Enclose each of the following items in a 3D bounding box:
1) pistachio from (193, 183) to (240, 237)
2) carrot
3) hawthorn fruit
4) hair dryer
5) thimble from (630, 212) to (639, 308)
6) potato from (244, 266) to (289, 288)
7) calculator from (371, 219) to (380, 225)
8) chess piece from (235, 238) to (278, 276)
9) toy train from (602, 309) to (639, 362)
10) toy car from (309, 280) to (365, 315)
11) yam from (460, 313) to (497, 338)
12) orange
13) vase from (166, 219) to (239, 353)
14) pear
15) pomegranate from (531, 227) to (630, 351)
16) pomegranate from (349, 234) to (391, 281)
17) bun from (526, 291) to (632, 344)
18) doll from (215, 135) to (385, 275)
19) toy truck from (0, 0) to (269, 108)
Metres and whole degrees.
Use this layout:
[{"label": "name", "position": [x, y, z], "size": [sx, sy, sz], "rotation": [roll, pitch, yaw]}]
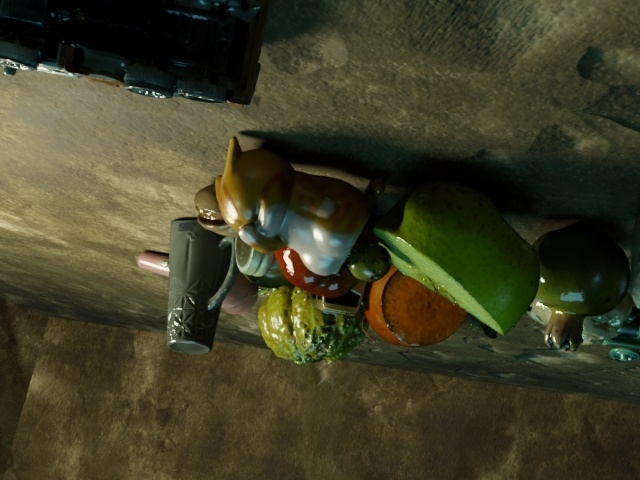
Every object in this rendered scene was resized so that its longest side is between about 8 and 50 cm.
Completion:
[{"label": "pistachio", "position": [-0.176, -0.063, 1.472], "size": [0.149, 0.113, 0.113], "rotation": [18, 171, 35]}, {"label": "carrot", "position": [0.191, 0.140, 1.701], "size": [0.193, 0.214, 0.331], "rotation": [27, 175, -8]}, {"label": "hawthorn fruit", "position": [0.000, 0.000, 1.474], "size": [0.197, 0.196, 0.225], "rotation": [19, -168, -27]}, {"label": "hair dryer", "position": [-0.355, 0.085, 2.073], "size": [0.353, 0.125, 0.210], "rotation": [13, 164, 18]}, {"label": "thimble", "position": [0.580, 0.040, 1.181], "size": [0.205, 0.171, 0.250], "rotation": [10, 165, 10]}, {"label": "potato", "position": [-0.115, 0.058, 1.814], "size": [0.160, 0.111, 0.272], "rotation": [17, 162, -13]}, {"label": "calculator", "position": [0.170, -0.005, 1.543], "size": [0.235, 0.032, 0.146], "rotation": [6, 163, 13]}, {"label": "chess piece", "position": [-0.032, 0.012, 1.617], "size": [0.272, 0.139, 0.139], "rotation": [5, 167, -22]}, {"label": "toy train", "position": [0.778, 0.209, 1.733], "size": [0.298, 0.120, 0.194], "rotation": [8, 156, 11]}, {"label": "toy car", "position": [0.029, 0.107, 1.777], "size": [0.101, 0.124, 0.257], "rotation": [11, 177, -9]}, {"label": "yam", "position": [0.349, 0.164, 1.876], "size": [0.259, 0.106, 0.106], "rotation": [19, 162, -27]}, {"label": "orange", "position": [-0.015, 0.221, 2.056], "size": [0.300, 0.223, 0.301], "rotation": [-11, 161, 27]}, {"label": "vase", "position": [-0.271, 0.097, 1.748], "size": [0.251, 0.300, 0.156], "rotation": [-17, 150, 41]}, {"label": "pear", "position": [0.214, -0.007, 1.266], "size": [0.292, 0.159, 0.292], "rotation": [38, 175, 4]}, {"label": "pomegranate", "position": [0.431, 0.073, 1.340], "size": [0.179, 0.210, 0.179], "rotation": [31, 156, 16]}, {"label": "pomegranate", "position": [0.086, 0.030, 1.310], "size": [0.073, 0.084, 0.073], "rotation": [13, 143, 10]}, {"label": "bun", "position": [0.531, 0.141, 1.613], "size": [0.229, 0.145, 0.229], "rotation": [7, 163, 2]}, {"label": "doll", "position": [-0.044, -0.053, 1.279], "size": [0.270, 0.162, 0.166], "rotation": [19, 135, -11]}, {"label": "toy truck", "position": [-0.236, -0.232, 0.881], "size": [0.338, 0.133, 0.184], "rotation": [10, 180, -5]}]
